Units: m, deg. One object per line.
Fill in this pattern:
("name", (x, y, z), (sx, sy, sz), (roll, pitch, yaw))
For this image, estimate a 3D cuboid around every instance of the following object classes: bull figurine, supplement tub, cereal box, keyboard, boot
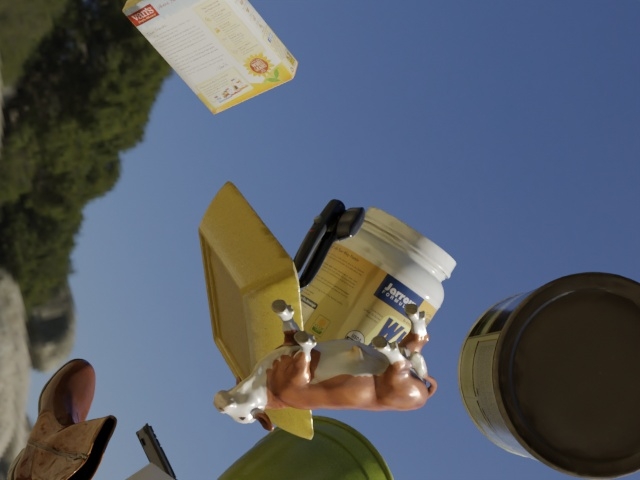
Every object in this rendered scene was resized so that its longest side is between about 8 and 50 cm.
("bull figurine", (0.008, 0.175, 1.647), (0.188, 0.311, 0.101), (94, -8, -46))
("supplement tub", (0.082, 0.119, 2.192), (0.228, 0.316, 0.228), (34, -3, 2))
("cereal box", (-0.173, -0.323, 1.911), (0.240, 0.173, 0.047), (49, 37, -32))
("keyboard", (-0.246, 0.381, 1.932), (0.180, 0.023, 0.108), (63, -24, 8))
("boot", (-0.412, 0.303, 2.002), (0.096, 0.264, 0.280), (41, -28, -17))

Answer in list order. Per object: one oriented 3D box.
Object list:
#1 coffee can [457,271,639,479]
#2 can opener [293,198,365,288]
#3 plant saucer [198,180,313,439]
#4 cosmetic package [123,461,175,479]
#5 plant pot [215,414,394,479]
("coffee can", (0.264, 0.145, 1.302), (0.275, 0.202, 0.201), (104, -31, -84))
("can opener", (0.000, 0.000, 1.842), (0.073, 0.186, 0.059), (-22, -68, 45))
("plant saucer", (-0.117, 0.117, 1.957), (0.333, 0.081, 0.332), (-130, -150, -55))
("cosmetic package", (-0.269, 0.362, 1.445), (0.060, 0.239, 0.099), (35, -62, 17))
("plant pot", (-0.084, 0.559, 2.380), (0.367, 0.353, 0.366), (2, -85, 29))
